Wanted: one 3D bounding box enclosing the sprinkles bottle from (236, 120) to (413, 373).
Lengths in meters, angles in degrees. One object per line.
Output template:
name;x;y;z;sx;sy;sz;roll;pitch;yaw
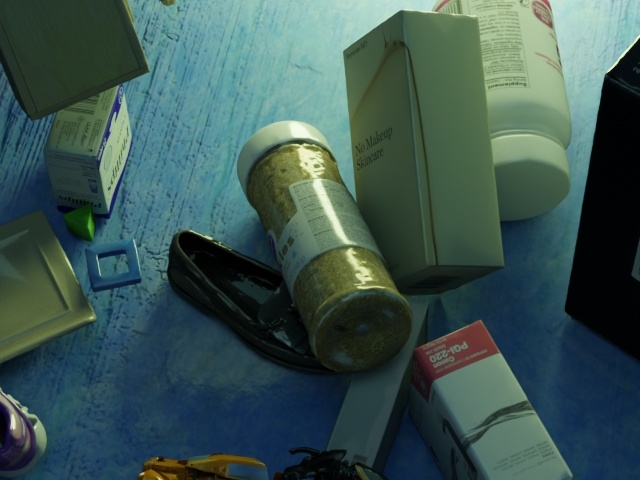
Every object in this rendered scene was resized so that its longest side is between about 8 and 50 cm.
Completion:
sprinkles bottle;0.000;0.000;2.000;0.121;0.121;0.355;-15;39;-8

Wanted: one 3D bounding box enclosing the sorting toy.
sorting toy;-0.386;0.071;2.075;0.348;0.047;0.196;-24;56;-13

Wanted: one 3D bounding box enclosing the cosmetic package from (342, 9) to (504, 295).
cosmetic package;0.120;-0.100;2.034;0.113;0.160;0.309;1;75;-27

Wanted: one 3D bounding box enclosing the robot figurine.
robot figurine;-0.055;0.324;1.843;0.291;0.085;0.211;5;94;12

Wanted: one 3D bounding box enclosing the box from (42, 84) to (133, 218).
box;-0.287;-0.118;2.134;0.072;0.137;0.126;9;59;6

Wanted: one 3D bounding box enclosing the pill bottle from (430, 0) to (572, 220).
pill bottle;0.227;-0.177;2.144;0.160;0.160;0.283;-4;59;-1

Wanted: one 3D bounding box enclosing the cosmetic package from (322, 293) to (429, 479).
cosmetic package;0.062;0.184;1.960;0.060;0.099;0.239;14;59;13

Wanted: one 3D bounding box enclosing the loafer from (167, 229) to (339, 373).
loafer;-0.072;0.072;2.040;0.268;0.084;0.096;27;62;17

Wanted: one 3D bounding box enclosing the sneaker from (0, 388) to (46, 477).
sneaker;-0.414;0.175;1.935;0.236;0.104;0.095;40;88;5

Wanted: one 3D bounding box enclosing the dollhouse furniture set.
dollhouse furniture set;-0.379;-0.343;2.119;0.362;0.256;0.394;-25;29;-13

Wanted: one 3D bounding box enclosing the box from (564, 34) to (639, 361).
box;0.535;-0.121;1.913;0.297;0.480;0.472;34;65;21

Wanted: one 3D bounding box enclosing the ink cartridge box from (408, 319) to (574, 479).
ink cartridge box;0.185;0.225;1.894;0.092;0.158;0.218;-23;60;-14
